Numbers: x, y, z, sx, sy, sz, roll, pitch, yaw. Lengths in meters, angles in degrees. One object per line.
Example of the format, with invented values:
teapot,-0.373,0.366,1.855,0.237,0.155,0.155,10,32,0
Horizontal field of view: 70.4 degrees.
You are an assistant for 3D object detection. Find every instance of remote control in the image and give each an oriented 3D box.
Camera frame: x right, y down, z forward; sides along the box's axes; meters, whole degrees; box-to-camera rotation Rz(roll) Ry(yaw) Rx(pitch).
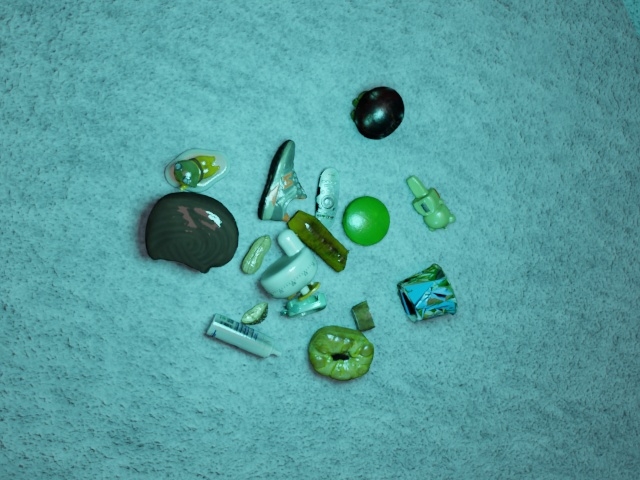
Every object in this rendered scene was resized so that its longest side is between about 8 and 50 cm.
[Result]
remote control,0.026,-0.173,1.865,0.098,0.045,0.256,9,93,-12

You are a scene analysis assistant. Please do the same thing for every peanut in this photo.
peanut,-0.250,0.055,1.788,0.080,0.080,0.174,32,79,-13

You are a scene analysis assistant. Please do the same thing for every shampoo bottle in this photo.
shampoo bottle,-0.290,0.384,1.777,0.303,0.092,0.092,27,85,-14

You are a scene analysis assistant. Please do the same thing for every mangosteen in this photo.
mangosteen,0.230,-0.523,1.830,0.216,0.216,0.216,0,92,-14

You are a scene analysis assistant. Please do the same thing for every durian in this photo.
durian,-0.255,0.301,1.818,0.130,0.052,0.066,-34,61,-14

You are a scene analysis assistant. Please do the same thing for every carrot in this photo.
carrot,0.000,0.000,1.825,0.302,0.114,0.114,42,82,-15

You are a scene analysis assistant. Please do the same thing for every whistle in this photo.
whistle,0.462,-0.156,1.938,0.288,0.131,0.106,53,41,-10

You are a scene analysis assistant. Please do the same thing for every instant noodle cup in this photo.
instant noodle cup,0.437,0.231,1.897,0.178,0.240,0.240,-20,96,-5

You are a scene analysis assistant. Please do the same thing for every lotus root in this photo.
lotus root,0.180,0.314,1.881,0.081,0.112,0.122,-19,97,-5

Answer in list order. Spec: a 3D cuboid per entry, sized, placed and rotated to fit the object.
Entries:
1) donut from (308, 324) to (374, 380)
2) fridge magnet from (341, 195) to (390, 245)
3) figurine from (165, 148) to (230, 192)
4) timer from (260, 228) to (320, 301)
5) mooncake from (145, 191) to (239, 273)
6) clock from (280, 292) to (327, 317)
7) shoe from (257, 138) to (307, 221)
donut,0.078,0.453,1.835,0.262,0.128,0.208,19,105,-10
fridge magnet,0.189,-0.081,1.885,0.208,0.088,0.207,-1,93,-15
figurine,-0.457,-0.273,1.691,0.250,0.141,0.166,-26,96,-12
timer,-0.130,0.103,1.736,0.233,0.233,0.240,-38,103,-10
mooncake,-0.479,-0.022,1.658,0.334,0.174,0.325,-35,111,2
clock,-0.070,0.262,1.802,0.189,0.148,0.060,-13,76,-10
shoe,-0.122,-0.221,1.788,0.171,0.132,0.336,17,89,-19
